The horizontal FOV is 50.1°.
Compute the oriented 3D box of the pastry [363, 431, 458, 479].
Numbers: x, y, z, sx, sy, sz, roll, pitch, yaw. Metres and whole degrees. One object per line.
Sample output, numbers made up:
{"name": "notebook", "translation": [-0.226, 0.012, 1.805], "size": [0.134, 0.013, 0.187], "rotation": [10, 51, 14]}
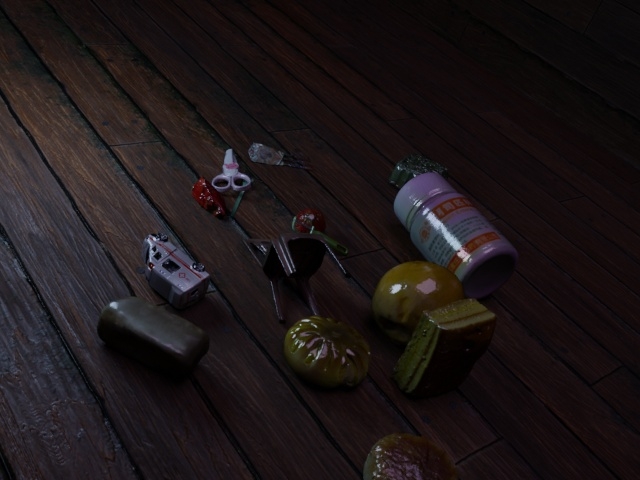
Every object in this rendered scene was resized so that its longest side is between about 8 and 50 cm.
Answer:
{"name": "pastry", "translation": [0.186, 0.484, 1.396], "size": [0.192, 0.093, 0.182], "rotation": [12, 38, -14]}

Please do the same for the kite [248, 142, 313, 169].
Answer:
{"name": "kite", "translation": [-0.134, -0.284, 2.333], "size": [0.229, 0.016, 0.127], "rotation": [10, 39, -15]}

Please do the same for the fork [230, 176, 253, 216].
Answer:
{"name": "fork", "translation": [-0.239, -0.143, 2.082], "size": [0.039, 0.021, 0.235], "rotation": [16, 35, -3]}

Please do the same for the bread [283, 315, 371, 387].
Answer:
{"name": "bread", "translation": [0.020, 0.253, 1.615], "size": [0.213, 0.104, 0.213], "rotation": [13, 33, -9]}

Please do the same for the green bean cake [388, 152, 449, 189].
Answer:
{"name": "green bean cake", "translation": [0.356, -0.230, 2.445], "size": [0.173, 0.094, 0.181], "rotation": [31, 35, 15]}

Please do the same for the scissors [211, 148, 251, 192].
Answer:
{"name": "scissors", "translation": [-0.279, -0.221, 2.146], "size": [0.118, 0.030, 0.242], "rotation": [-3, 35, -5]}

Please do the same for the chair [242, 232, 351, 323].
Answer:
{"name": "chair", "translation": [-0.075, 0.040, 1.782], "size": [0.176, 0.183, 0.326], "rotation": [1, 41, -28]}

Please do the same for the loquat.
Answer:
{"name": "loquat", "translation": [0.254, 0.154, 1.764], "size": [0.244, 0.244, 0.244], "rotation": [14, 35, -10]}

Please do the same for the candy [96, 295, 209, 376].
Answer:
{"name": "candy", "translation": [-0.362, 0.205, 1.478], "size": [0.234, 0.102, 0.104], "rotation": [28, 36, 8]}

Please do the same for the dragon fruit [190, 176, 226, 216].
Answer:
{"name": "dragon fruit", "translation": [-0.315, -0.126, 1.981], "size": [0.097, 0.063, 0.131], "rotation": [2, 39, -25]}

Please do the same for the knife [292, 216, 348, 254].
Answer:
{"name": "knife", "translation": [0.001, 0.000, 1.955], "size": [0.212, 0.015, 0.054], "rotation": [29, 64, -33]}

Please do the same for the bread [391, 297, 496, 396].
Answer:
{"name": "bread", "translation": [0.297, 0.262, 1.629], "size": [0.184, 0.234, 0.110], "rotation": [-7, 42, -34]}

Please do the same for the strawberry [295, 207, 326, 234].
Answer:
{"name": "strawberry", "translation": [-0.030, -0.052, 2.001], "size": [0.106, 0.106, 0.106], "rotation": [14, 35, -10]}

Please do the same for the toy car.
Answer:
{"name": "toy car", "translation": [-0.372, 0.073, 1.665], "size": [0.210, 0.089, 0.108], "rotation": [37, 43, 17]}

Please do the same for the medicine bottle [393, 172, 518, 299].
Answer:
{"name": "medicine bottle", "translation": [0.399, -0.019, 2.075], "size": [0.219, 0.219, 0.388], "rotation": [-3, 41, -31]}
